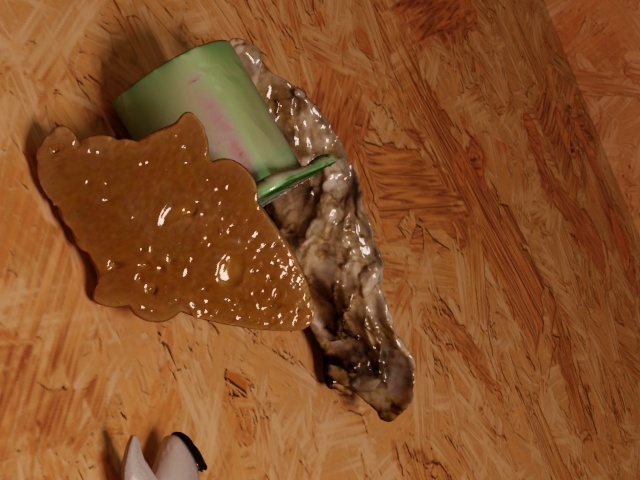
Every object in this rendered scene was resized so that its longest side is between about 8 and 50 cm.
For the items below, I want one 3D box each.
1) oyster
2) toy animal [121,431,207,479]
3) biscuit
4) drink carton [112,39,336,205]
[{"bbox_3d":[-0.005,-0.016,1.270,0.204,0.111,0.396,-101,170,-80],"label":"oyster"},{"bbox_3d":[-0.079,0.231,0.934,0.131,0.182,0.127,22,93,-53],"label":"toy animal"},{"bbox_3d":[-0.109,-0.006,0.998,0.250,0.162,0.035,36,1,-8],"label":"biscuit"},{"bbox_3d":[-0.096,-0.084,1.101,0.142,0.144,0.146,58,26,-1],"label":"drink carton"}]
